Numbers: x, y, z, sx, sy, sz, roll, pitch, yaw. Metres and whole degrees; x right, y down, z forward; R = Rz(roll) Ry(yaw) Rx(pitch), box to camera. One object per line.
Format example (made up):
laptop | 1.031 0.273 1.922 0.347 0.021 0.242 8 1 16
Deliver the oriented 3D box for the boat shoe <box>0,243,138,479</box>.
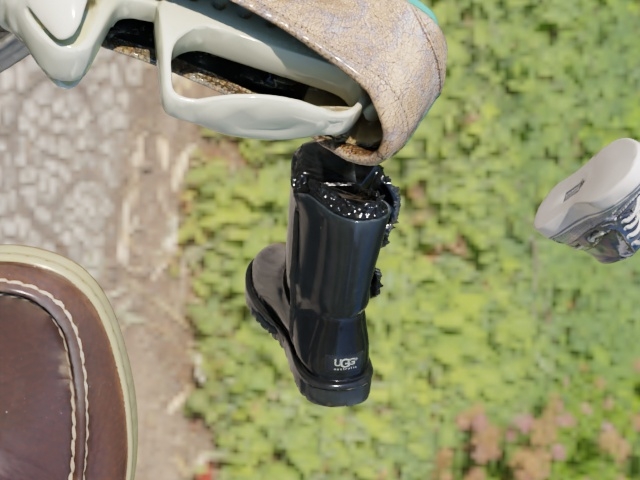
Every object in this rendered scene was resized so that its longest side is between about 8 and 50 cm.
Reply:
boat shoe | -0.175 0.175 0.820 0.123 0.123 0.342 -81 -176 -73

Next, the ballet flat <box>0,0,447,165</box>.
ballet flat | -0.086 -0.121 0.813 0.107 0.316 0.106 113 -5 -61

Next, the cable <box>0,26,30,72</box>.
cable | -0.163 -0.185 1.128 0.072 0.287 0.139 66 24 -50

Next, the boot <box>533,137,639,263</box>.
boot | 0.274 -0.033 1.432 0.069 0.086 0.190 -66 -170 -19

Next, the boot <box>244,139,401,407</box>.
boot | 0.000 0.000 1.388 0.246 0.094 0.207 -118 -150 -58
